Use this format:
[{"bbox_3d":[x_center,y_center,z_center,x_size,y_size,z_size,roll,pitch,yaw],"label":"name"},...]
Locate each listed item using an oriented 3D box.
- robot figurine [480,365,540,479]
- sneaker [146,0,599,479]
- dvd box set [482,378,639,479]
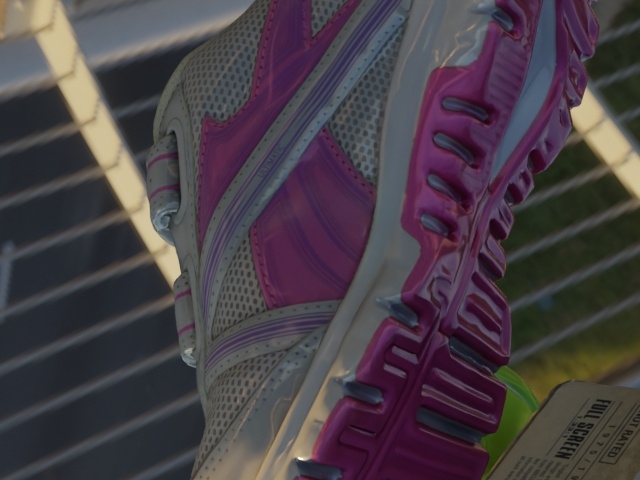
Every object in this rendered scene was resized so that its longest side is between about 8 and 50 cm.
[{"bbox_3d":[0.067,0.101,0.686,0.067,0.101,0.115,-26,-158,32],"label":"robot figurine"},{"bbox_3d":[0.000,0.000,0.450,0.103,0.111,0.252,47,59,-55],"label":"sneaker"},{"bbox_3d":[0.159,0.177,0.421,0.420,0.062,0.307,0,-140,51],"label":"dvd box set"}]
